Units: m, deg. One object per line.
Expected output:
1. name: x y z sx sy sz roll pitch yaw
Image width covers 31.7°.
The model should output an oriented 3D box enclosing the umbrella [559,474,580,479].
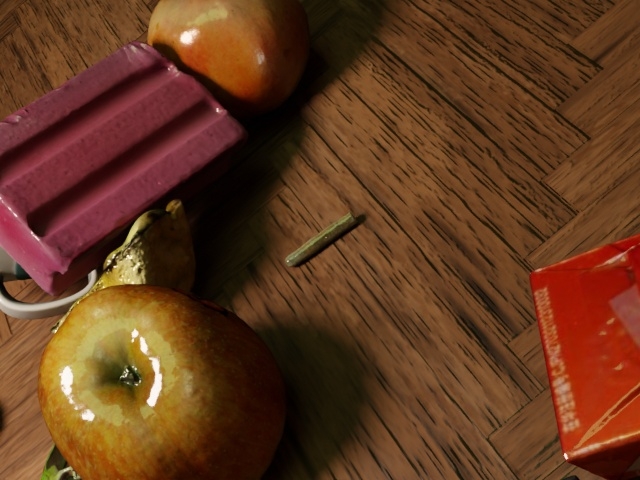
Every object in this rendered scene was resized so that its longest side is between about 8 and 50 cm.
1. umbrella: 0.161 0.286 1.137 0.224 0.080 0.071 -25 9 14

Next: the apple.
1. apple: -0.202 0.186 1.365 0.309 0.250 0.277 0 55 35

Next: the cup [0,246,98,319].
1. cup: -0.437 -0.021 1.730 0.258 0.219 0.289 -9 67 -14

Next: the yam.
1. yam: 0.000 0.000 1.542 0.116 0.021 0.021 -35 41 9

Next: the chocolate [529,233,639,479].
1. chocolate: 0.345 0.104 1.116 0.235 0.108 0.237 -23 45 21

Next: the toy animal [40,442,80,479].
1. toy animal: -0.348 0.306 1.537 0.075 0.041 0.217 -20 41 26

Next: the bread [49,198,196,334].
1. bread: -0.248 0.069 1.585 0.251 0.133 0.174 -47 -2 29

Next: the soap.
1. soap: -0.312 -0.118 1.614 0.359 0.233 0.128 -39 -7 -31

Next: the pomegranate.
1. pomegranate: -0.145 -0.321 1.747 0.252 0.270 0.229 10 53 35
